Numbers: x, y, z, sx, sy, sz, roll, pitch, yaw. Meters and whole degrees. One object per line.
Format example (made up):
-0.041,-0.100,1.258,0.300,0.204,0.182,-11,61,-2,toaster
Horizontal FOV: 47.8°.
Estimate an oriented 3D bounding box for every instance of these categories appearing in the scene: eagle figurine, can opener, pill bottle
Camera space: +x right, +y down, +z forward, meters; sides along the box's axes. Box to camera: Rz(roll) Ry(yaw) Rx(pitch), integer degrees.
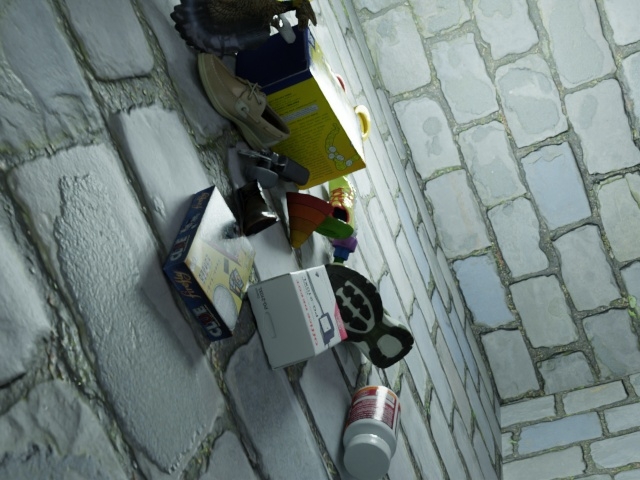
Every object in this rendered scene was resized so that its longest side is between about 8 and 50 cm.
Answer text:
-0.173,-0.527,1.569,0.226,0.298,0.225,-112,-167,-71,eagle figurine
-0.110,-0.155,1.686,0.283,0.076,0.095,20,86,-69,can opener
0.116,0.435,1.642,0.221,0.121,0.121,-64,133,-66,pill bottle

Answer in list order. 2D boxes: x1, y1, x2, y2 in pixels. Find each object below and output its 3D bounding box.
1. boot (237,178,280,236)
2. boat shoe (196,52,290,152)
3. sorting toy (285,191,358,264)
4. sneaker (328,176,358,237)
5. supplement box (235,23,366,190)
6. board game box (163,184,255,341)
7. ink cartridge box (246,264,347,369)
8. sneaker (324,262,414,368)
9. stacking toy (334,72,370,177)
-0.141,-0.069,1.446,0.106,0.082,0.219,61,2,0,boot
-0.165,-0.309,1.584,0.302,0.098,0.109,50,27,-50,boat shoe
0.000,0.000,1.830,0.365,0.127,0.126,44,61,-61,sorting toy
0.059,-0.107,2.104,0.094,0.082,0.208,28,46,-63,sneaker
-0.044,-0.328,1.818,0.356,0.195,0.194,53,25,-46,supplement box
-0.186,0.034,1.258,0.243,0.042,0.165,-81,148,-56,board game box
-0.042,0.151,1.481,0.237,0.100,0.171,-6,78,-73,ink cartridge box
0.081,0.178,1.865,0.182,0.158,0.410,44,-7,48,sneaker
0.015,-0.356,2.271,0.309,0.130,0.279,46,56,-49,stacking toy
